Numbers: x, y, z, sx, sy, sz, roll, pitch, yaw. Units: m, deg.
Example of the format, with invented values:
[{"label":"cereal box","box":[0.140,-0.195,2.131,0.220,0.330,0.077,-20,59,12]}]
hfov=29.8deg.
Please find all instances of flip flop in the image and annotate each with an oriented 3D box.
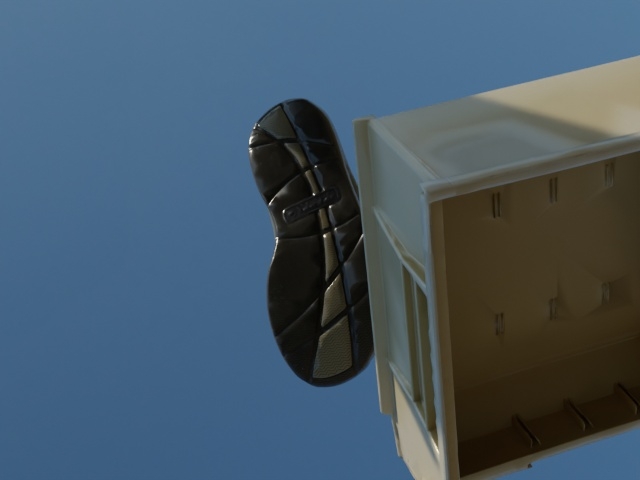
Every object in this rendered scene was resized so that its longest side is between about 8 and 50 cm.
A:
[{"label":"flip flop","box":[0.000,0.000,1.094,0.080,0.112,0.277,46,-153,-61]}]

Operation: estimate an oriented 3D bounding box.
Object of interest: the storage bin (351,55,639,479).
[{"label":"storage bin","box":[0.169,0.030,0.740,0.262,0.123,0.260,-15,-59,-14]}]
